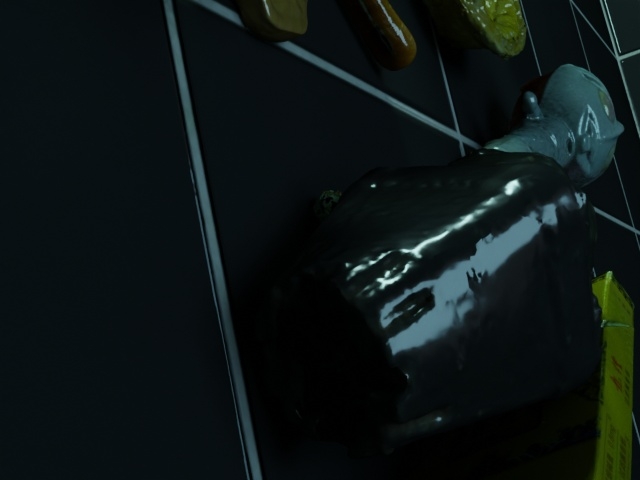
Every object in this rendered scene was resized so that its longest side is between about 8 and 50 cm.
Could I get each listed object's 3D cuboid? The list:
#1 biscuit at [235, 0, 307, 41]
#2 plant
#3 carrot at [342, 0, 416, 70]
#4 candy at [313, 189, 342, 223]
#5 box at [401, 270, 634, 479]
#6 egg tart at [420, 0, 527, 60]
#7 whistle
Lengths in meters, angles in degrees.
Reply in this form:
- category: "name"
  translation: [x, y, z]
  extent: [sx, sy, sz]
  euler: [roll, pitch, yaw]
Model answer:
- category: "biscuit"
  translation: [-0.056, -0.250, 0.651]
  extent: [0.144, 0.040, 0.236]
  euler: [-10, 81, -59]
- category: "plant"
  translation: [0.076, 0.030, 0.579]
  extent: [0.256, 0.164, 0.141]
  euler: [-30, 114, -43]
- category: "carrot"
  translation: [0.025, -0.219, 0.785]
  extent: [0.190, 0.037, 0.037]
  euler: [55, 30, -29]
- category: "candy"
  translation: [0.000, 0.000, 0.620]
  extent: [0.025, 0.023, 0.083]
  euler: [62, 36, -39]
- category: "box"
  translation: [0.120, 0.134, 0.603]
  extent: [0.041, 0.153, 0.279]
  euler: [49, 32, -14]
- category: "egg tart"
  translation: [0.155, -0.272, 1.033]
  extent: [0.191, 0.074, 0.191]
  euler: [40, 41, -47]
- category: "whistle"
  translation: [0.250, -0.109, 1.079]
  extent: [0.346, 0.134, 0.142]
  euler: [-28, 140, -54]
